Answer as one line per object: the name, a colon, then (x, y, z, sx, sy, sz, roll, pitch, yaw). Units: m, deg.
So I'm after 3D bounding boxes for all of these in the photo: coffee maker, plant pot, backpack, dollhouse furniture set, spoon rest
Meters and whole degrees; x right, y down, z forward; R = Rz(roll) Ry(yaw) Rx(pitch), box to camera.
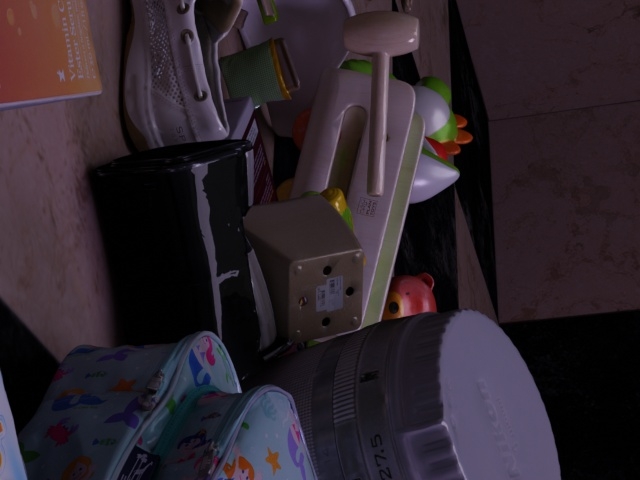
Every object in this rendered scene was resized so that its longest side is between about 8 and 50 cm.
coffee maker: (-0.103, 0.020, 1.066, 0.171, 0.120, 0.178, -50, 131, -71)
plant pot: (-0.020, 0.032, 1.180, 0.096, 0.109, 0.109, 30, -56, 53)
backpack: (-0.098, 0.181, 0.883, 0.253, 0.191, 0.225, -81, 158, -60)
dollhouse furniture set: (-0.078, -0.205, 1.393, 0.058, 0.076, 0.152, -38, 111, -78)
spoon rest: (-0.025, -0.200, 1.540, 0.276, 0.137, 0.084, 86, 20, -55)

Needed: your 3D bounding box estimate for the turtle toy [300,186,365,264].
turtle toy: (0.000, 0.000, 1.310, 0.130, 0.066, 0.095, -83, 158, -52)

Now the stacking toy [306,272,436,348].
stacking toy: (0.085, 0.195, 1.757, 0.279, 0.130, 0.309, -26, 108, -77)

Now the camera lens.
camera lens: (0.028, 0.188, 1.129, 0.219, 0.274, 0.219, 40, 38, -42)

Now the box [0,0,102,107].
box: (-0.202, -0.134, 0.782, 0.170, 0.091, 0.130, -39, 121, -75)

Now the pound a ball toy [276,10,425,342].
pound a ball toy: (0.015, -0.063, 1.439, 0.208, 0.135, 0.319, 48, 55, -76)

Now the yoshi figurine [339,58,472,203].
yoshi figurine: (0.059, -0.127, 1.829, 0.203, 0.203, 0.362, 48, 32, -7)

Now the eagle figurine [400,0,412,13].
eagle figurine: (-0.002, -0.436, 1.695, 0.298, 0.225, 0.226, 35, -3, -34)

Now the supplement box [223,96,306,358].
supplement box: (-0.079, 0.005, 1.280, 0.130, 0.073, 0.239, -74, 153, -60)

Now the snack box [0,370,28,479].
snack box: (-0.215, 0.094, 0.629, 0.187, 0.060, 0.322, -43, 125, -64)

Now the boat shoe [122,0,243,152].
boat shoe: (-0.111, -0.202, 1.196, 0.098, 0.096, 0.277, 45, 40, -69)
